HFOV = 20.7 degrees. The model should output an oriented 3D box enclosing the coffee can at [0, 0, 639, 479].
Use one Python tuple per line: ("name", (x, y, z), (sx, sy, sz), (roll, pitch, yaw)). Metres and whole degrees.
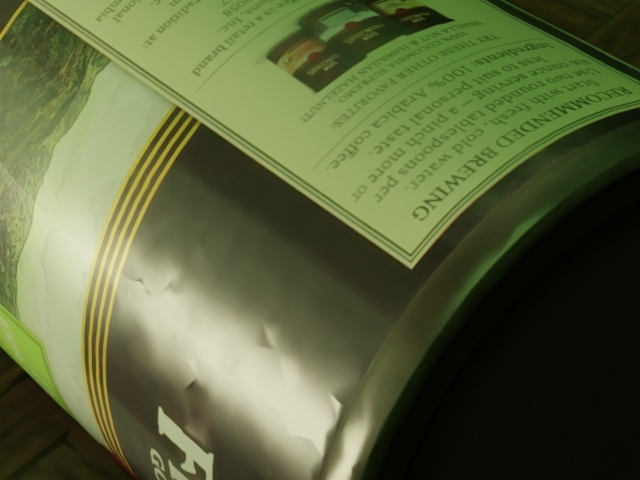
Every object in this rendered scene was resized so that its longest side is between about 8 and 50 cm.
("coffee can", (0.000, 0.000, 0.582), (0.201, 0.201, 0.275), (-34, 45, -22))
